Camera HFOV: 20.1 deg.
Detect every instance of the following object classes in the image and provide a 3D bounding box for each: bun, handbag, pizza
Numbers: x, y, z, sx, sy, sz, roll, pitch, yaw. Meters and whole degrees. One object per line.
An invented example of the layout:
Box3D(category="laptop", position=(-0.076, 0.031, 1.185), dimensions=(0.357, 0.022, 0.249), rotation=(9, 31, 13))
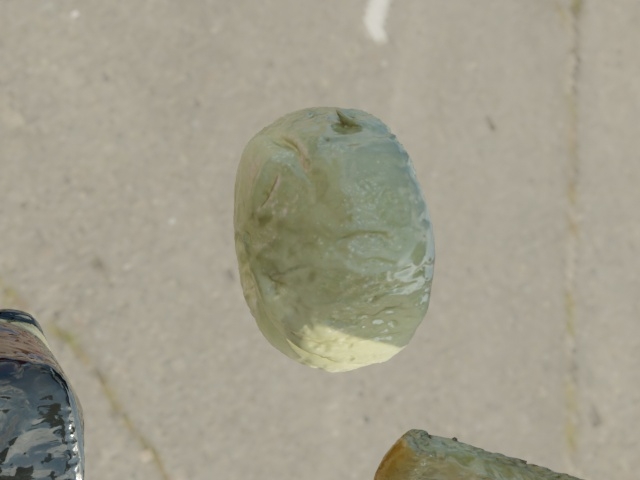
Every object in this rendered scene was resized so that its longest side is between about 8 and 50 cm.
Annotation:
Box3D(category="bun", position=(0.000, 0.000, 1.578), dimensions=(0.153, 0.244, 0.243), rotation=(-18, 80, -27))
Box3D(category="handbag", position=(-0.330, 0.150, 1.501), dimensions=(0.181, 0.254, 0.181), rotation=(-138, -143, -65))
Box3D(category="pizza", position=(0.164, 0.238, 1.385), dimensions=(0.034, 0.262, 0.181), rotation=(-57, 150, -51))
